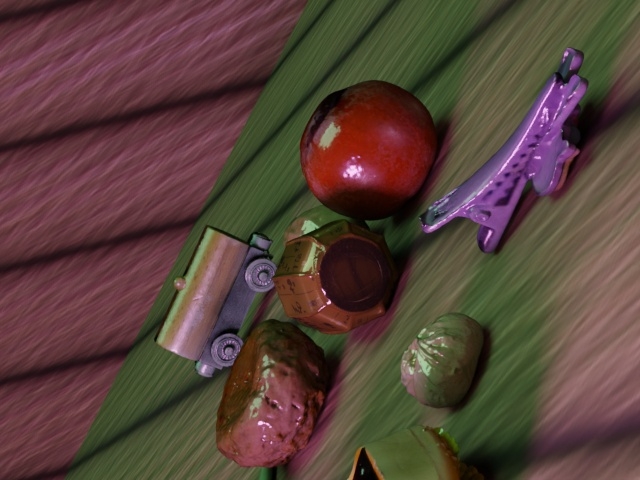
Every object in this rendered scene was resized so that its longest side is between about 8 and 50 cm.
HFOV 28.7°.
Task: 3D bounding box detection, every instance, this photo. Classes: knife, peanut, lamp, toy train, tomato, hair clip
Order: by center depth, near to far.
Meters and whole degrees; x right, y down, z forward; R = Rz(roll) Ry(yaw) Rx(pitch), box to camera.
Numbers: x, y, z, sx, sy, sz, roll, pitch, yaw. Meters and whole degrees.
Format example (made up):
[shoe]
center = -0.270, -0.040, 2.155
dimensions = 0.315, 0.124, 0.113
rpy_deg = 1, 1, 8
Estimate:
[hair clip]
center = 0.223, -0.093, 1.389
dimensions = 0.278, 0.090, 0.137
rpy_deg = -48, 22, 39
[lamp]
center = 0.020, 0.052, 1.765
dimensions = 0.161, 0.161, 0.185
rpy_deg = -68, 14, -13
[tomato]
center = 0.066, -0.137, 1.842
dimensions = 0.208, 0.184, 0.208
rpy_deg = -60, 14, 27
[knife]
center = -0.077, 0.323, 1.943
dimensions = 0.293, 0.020, 0.043
rpy_deg = -85, 22, -58
[peanut]
center = 0.000, 0.000, 1.998
dimensions = 0.123, 0.124, 0.257
rpy_deg = -67, 15, -6
[toy train]
center = -0.208, 0.112, 2.456
dimensions = 0.307, 0.190, 0.126
rpy_deg = -65, 15, 4

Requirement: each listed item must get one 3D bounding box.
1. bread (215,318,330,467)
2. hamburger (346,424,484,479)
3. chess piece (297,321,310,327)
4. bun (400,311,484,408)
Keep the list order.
[bread]
center = -0.068, 0.232, 1.846
dimensions = 0.230, 0.123, 0.230
rpy_deg = -55, 22, 35
[hamburger]
center = 0.088, 0.272, 1.200
dimensions = 0.210, 0.116, 0.173
rpy_deg = -129, 56, -71
[chess piece]
center = -0.012, 0.102, 2.046
dimensions = 0.083, 0.038, 0.083
rpy_deg = -59, 12, 21
[bun]
center = 0.129, 0.129, 1.372
dimensions = 0.115, 0.069, 0.115
rpy_deg = -59, 13, 22
